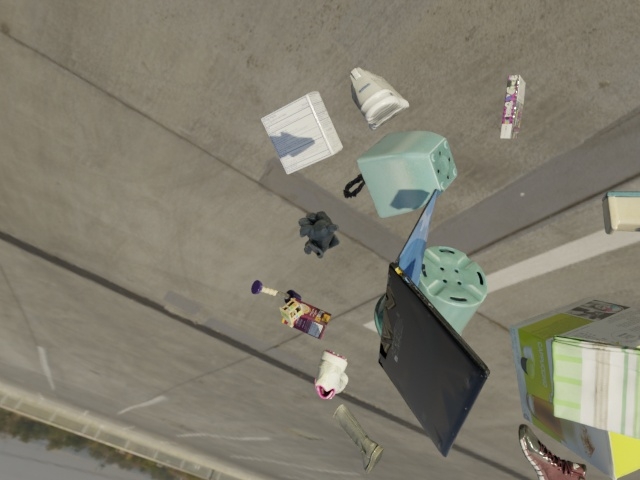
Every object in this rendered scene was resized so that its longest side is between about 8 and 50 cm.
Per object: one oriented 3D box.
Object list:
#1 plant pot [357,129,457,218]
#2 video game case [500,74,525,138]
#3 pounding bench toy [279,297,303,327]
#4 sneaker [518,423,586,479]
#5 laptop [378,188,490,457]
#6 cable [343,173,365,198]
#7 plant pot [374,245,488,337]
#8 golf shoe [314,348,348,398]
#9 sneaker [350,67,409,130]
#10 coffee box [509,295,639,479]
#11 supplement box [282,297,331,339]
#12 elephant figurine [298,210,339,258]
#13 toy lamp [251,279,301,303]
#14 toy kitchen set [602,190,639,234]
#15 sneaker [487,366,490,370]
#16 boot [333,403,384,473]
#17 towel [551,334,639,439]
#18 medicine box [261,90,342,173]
[{"bbox_3d":[0.330,-0.250,1.437,0.252,0.247,0.247,-2,122,46],"label":"plant pot"},{"bbox_3d":[0.707,-0.481,1.477,0.042,0.232,0.210,10,108,29],"label":"video game case"},{"bbox_3d":[-0.093,0.251,1.388,0.052,0.065,0.083,28,143,37],"label":"pounding bench toy"},{"bbox_3d":[0.826,0.764,1.414,0.162,0.106,0.281,-27,93,36],"label":"sneaker"},{"bbox_3d":[0.266,0.174,0.902,0.236,0.408,0.382,-21,137,-17],"label":"laptop"},{"bbox_3d":[0.179,-0.272,2.071,0.047,0.150,0.184,36,152,-23],"label":"cable"},{"bbox_3d":[0.403,0.216,1.450,0.341,0.341,0.334,18,137,2],"label":"plant pot"},{"bbox_3d":[0.027,0.501,1.430,0.115,0.140,0.306,16,146,18],"label":"golf shoe"},{"bbox_3d":[0.130,-0.330,0.918,0.105,0.281,0.115,-31,93,14],"label":"sneaker"},{"bbox_3d":[0.833,0.403,1.193,0.338,0.337,0.334,-15,-172,-11],"label":"coffee box"},{"bbox_3d":[-0.059,0.339,1.758,0.188,0.104,0.080,22,115,7],"label":"supplement box"},{"bbox_3d":[0.000,0.000,1.793,0.169,0.186,0.239,-14,128,-1],"label":"elephant figurine"},{"bbox_3d":[-0.208,0.260,1.982,0.080,0.080,0.275,-15,150,41],"label":"toy lamp"},{"bbox_3d":[0.590,-0.051,0.719,0.166,0.122,0.207,4,169,26],"label":"toy kitchen set"},{"bbox_3d":[0.596,0.518,1.622,0.191,0.071,0.083,28,163,-33],"label":"sneaker"},{"bbox_3d":[0.127,0.716,1.456,0.208,0.076,0.189,33,131,30],"label":"boot"},{"bbox_3d":[0.345,0.172,0.451,0.152,0.023,0.113,1,102,39],"label":"towel"},{"bbox_3d":[-0.083,-0.497,1.873,0.263,0.149,0.289,-17,106,28],"label":"medicine box"}]
